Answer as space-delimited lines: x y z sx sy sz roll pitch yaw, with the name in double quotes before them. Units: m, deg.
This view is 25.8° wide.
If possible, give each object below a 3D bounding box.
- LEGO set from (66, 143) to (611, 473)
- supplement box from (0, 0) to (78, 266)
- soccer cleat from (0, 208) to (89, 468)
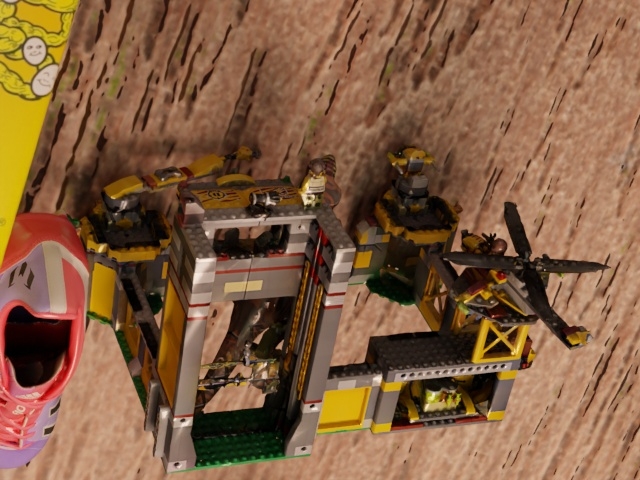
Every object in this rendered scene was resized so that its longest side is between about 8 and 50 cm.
"LEGO set" 0.000 0.000 0.904 0.331 0.255 0.192 2 125 -15
"supplement box" -0.281 -0.060 0.801 0.194 0.195 0.357 13 103 -25
"soccer cleat" -0.197 0.086 0.906 0.083 0.095 0.248 1 136 -22
